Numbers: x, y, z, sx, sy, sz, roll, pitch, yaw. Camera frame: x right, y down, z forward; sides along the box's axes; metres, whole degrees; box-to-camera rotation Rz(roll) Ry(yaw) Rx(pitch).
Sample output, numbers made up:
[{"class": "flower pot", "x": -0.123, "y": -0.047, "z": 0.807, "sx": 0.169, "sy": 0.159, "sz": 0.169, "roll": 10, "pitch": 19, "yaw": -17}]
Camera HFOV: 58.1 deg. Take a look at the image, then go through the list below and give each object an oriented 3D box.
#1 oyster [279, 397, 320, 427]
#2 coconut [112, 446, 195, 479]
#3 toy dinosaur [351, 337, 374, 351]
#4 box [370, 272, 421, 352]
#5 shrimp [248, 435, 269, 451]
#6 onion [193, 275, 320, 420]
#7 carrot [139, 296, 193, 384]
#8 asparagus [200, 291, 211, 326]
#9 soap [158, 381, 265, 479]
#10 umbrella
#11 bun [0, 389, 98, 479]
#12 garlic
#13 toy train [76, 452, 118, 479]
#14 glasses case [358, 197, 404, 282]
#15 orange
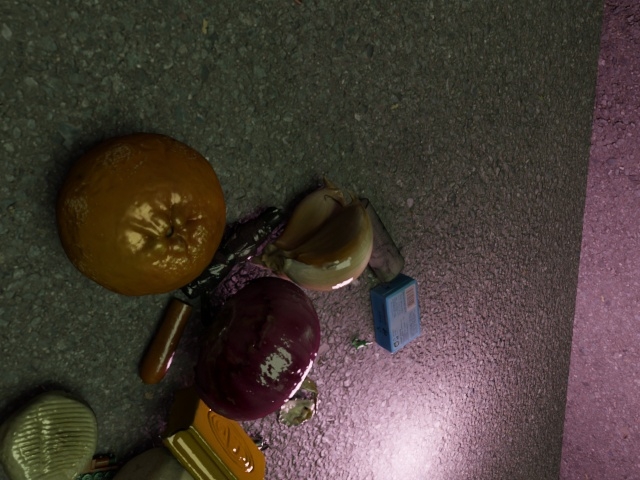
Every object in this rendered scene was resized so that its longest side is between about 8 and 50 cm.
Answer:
[{"class": "oyster", "x": -0.067, "y": 0.526, "z": 1.803, "sx": 0.146, "sy": 0.045, "sz": 0.122, "roll": -37, "pitch": 130, "yaw": -15}, {"class": "coconut", "x": -0.393, "y": 0.664, "z": 1.442, "sx": 0.237, "sy": 0.237, "sz": 0.266, "roll": -40, "pitch": 113, "yaw": -22}, {"class": "toy dinosaur", "x": 0.137, "y": 0.341, "z": 1.921, "sx": 0.083, "sy": 0.021, "sz": 0.062, "roll": -44, "pitch": 117, "yaw": -17}, {"class": "box", "x": 0.255, "y": 0.244, "z": 1.941, "sx": 0.142, "sy": 0.083, "sz": 0.232, "roll": -28, "pitch": 124, "yaw": -30}, {"class": "shrimp", "x": -0.287, "y": 0.632, "z": 1.652, "sx": 0.316, "sy": 0.062, "sz": 0.164, "roll": 4, "pitch": 108, "yaw": -37}, {"class": "onion", "x": -0.133, "y": 0.263, "z": 1.423, "sx": 0.344, "sy": 0.358, "sz": 0.358, "roll": 8, "pitch": 102, "yaw": -26}, {"class": "carrot", "x": -0.382, "y": 0.253, "z": 1.418, "sx": 0.067, "sy": 0.067, "sz": 0.225, "roll": 24, "pitch": 89, "yaw": -43}, {"class": "asparagus", "x": -0.296, "y": 0.170, "z": 1.488, "sx": 0.025, "sy": 0.021, "sz": 0.108, "roll": -11, "pitch": 115, "yaw": -34}, {"class": "soap", "x": -0.266, "y": 0.533, "z": 1.482, "sx": 0.096, "sy": 0.204, "sz": 0.324, "roll": -29, "pitch": 111, "yaw": 8}, {"class": "umbrella", "x": -0.221, "y": 0.022, "z": 1.449, "sx": 0.326, "sy": 0.090, "sz": 0.094, "roll": -44, "pitch": 126, "yaw": -19}, {"class": "bun", "x": -0.598, "y": 0.439, "z": 1.261, "sx": 0.220, "sy": 0.134, "sz": 0.221, "roll": 16, "pitch": 71, "yaw": -55}, {"class": "garlic", "x": 0.000, "y": 0.000, "z": 1.507, "sx": 0.249, "sy": 0.286, "sz": 0.313, "roll": 51, "pitch": 59, "yaw": -5}, {"class": "toy train", "x": -0.548, "y": 0.555, "z": 1.414, "sx": 0.103, "sy": 0.044, "sz": 0.064, "roll": 9, "pitch": 90, "yaw": -42}, {"class": "glasses case", "x": 0.168, "y": 0.006, "z": 1.788, "sx": 0.114, "sy": 0.060, "sz": 0.299, "roll": -50, "pitch": 131, "yaw": -17}, {"class": "orange", "x": -0.351, "y": -0.049, "z": 1.171, "sx": 0.340, "sy": 0.293, "sz": 0.341, "roll": -17, "pitch": 116, "yaw": -37}]
